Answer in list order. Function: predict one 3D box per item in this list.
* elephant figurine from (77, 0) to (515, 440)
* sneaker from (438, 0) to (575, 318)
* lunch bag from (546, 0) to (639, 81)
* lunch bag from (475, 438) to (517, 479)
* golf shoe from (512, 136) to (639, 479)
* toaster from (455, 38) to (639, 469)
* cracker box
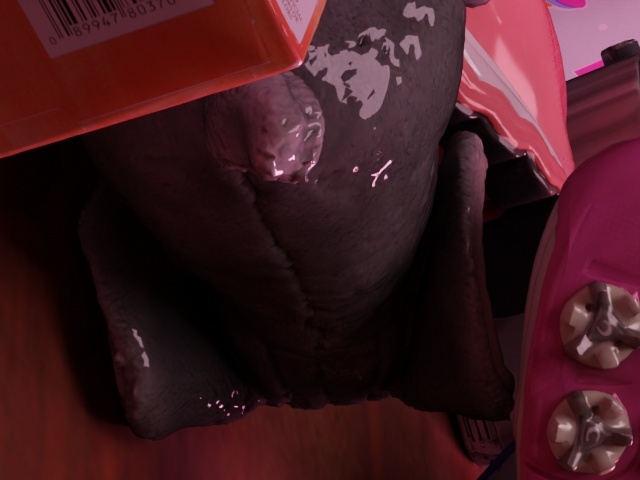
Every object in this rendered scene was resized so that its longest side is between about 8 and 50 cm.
[{"bbox_3d":[0.000,0.000,0.658,0.186,0.169,0.239,-39,133,-36],"label":"elephant figurine"},{"bbox_3d":[0.019,-0.117,0.791,0.314,0.116,0.136,63,27,-31],"label":"sneaker"},{"bbox_3d":[0.205,-0.157,1.087,0.223,0.262,0.160,49,34,-50],"label":"lunch bag"},{"bbox_3d":[0.166,0.138,0.846,0.219,0.176,0.090,11,46,-33],"label":"lunch bag"},{"bbox_3d":[0.118,0.107,0.666,0.140,0.115,0.306,-125,-158,-72],"label":"golf shoe"},{"bbox_3d":[0.136,0.024,0.957,0.129,0.146,0.227,-13,88,-68],"label":"toaster"},{"bbox_3d":[-0.065,-0.109,0.540,0.067,0.155,0.232,63,24,-27],"label":"cracker box"}]
